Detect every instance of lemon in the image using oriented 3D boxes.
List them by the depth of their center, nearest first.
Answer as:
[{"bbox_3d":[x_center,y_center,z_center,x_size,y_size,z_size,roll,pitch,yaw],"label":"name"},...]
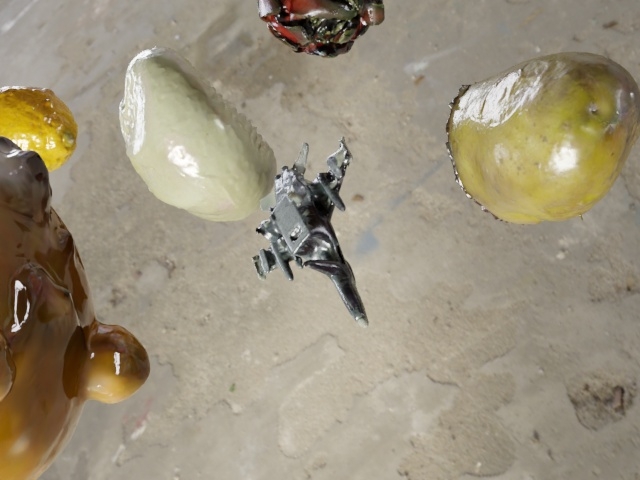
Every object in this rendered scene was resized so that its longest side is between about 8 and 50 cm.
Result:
[{"bbox_3d":[-0.460,-0.174,1.197,0.187,0.142,0.142,17,67,26],"label":"lemon"}]

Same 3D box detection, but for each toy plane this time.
[{"bbox_3d":[-0.009,-0.004,0.818,0.192,0.088,0.262,-53,31,22],"label":"toy plane"}]

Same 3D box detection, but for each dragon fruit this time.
[{"bbox_3d":[-0.002,-0.320,0.959,0.182,0.182,0.188,-53,13,-10],"label":"dragon fruit"}]

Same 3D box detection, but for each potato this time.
[{"bbox_3d":[0.295,-0.129,0.944,0.229,0.229,0.266,-49,12,-6],"label":"potato"}]

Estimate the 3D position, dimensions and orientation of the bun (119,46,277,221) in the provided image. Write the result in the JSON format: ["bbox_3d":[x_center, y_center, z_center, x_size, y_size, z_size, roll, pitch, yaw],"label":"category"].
[{"bbox_3d":[-0.230,-0.168,1.321,0.213,0.361,0.361,-44,42,3],"label":"bun"}]

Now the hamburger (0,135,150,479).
[{"bbox_3d":[-0.260,0.057,0.482,0.236,0.276,0.276,-9,51,15],"label":"hamburger"}]
